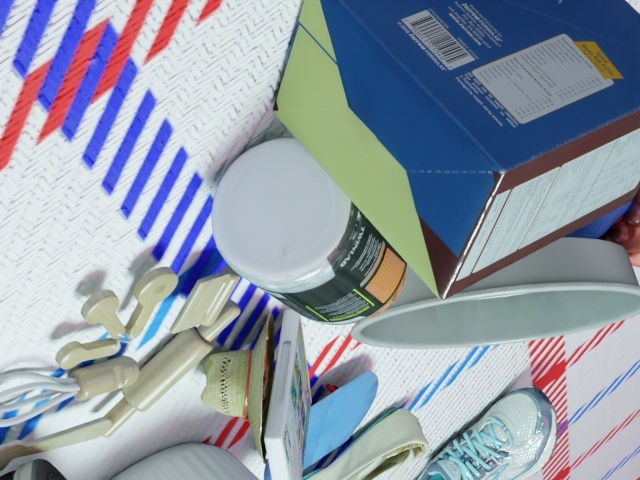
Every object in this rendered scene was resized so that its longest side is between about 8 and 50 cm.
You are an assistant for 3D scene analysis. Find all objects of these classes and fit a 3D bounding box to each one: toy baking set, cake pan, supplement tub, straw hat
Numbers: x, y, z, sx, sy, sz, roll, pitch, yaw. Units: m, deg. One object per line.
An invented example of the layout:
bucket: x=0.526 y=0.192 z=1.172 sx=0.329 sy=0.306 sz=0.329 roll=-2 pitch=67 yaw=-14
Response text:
toy baking set: x=-0.175 y=0.101 z=1.137 sx=0.256 sy=0.030 sz=0.197 roll=-45 pitch=153 yaw=9
cake pan: x=0.172 y=0.054 z=1.369 sx=0.293 sy=0.054 sz=0.293 roll=-6 pitch=166 yaw=-1
supplement tub: x=0.000 y=0.000 z=1.106 sx=0.117 sy=0.117 sz=0.190 roll=-42 pitch=156 yaw=3
straw hat: x=-0.077 y=0.129 z=1.276 sx=0.061 sy=0.144 sz=0.144 roll=2 pitch=150 yaw=1

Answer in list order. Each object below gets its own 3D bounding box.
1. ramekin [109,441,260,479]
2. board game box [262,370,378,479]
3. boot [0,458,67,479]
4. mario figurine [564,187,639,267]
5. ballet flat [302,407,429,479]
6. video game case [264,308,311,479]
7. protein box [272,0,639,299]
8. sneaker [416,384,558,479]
ramekin: x=-0.157 y=0.318 z=1.412 sx=0.273 sy=0.127 sz=0.273 roll=-32 pitch=154 yaw=-17
board game box: x=-0.008 y=0.195 z=1.540 sx=0.169 sy=0.033 sz=0.133 roll=-30 pitch=149 yaw=-35
boot: x=-0.305 y=0.366 z=1.194 sx=0.284 sy=0.138 sz=0.377 roll=-11 pitch=125 yaw=-1
mario figurine: x=0.246 y=-0.056 z=1.421 sx=0.198 sy=0.170 sz=0.320 roll=-13 pitch=167 yaw=44
ballet flat: x=0.028 y=0.300 z=1.709 sx=0.248 sy=0.086 sz=0.086 roll=-37 pitch=156 yaw=-6
video game case: x=-0.029 y=0.167 z=1.324 sx=0.019 sy=0.143 sz=0.157 roll=2 pitch=140 yaw=7
protein box: x=0.114 y=-0.103 z=0.991 sx=0.201 sy=0.200 sz=0.136 roll=-24 pitch=152 yaw=-33
sneaker: x=0.223 y=0.318 z=2.002 sx=0.122 sy=0.110 sz=0.283 roll=-1 pitch=135 yaw=-51
